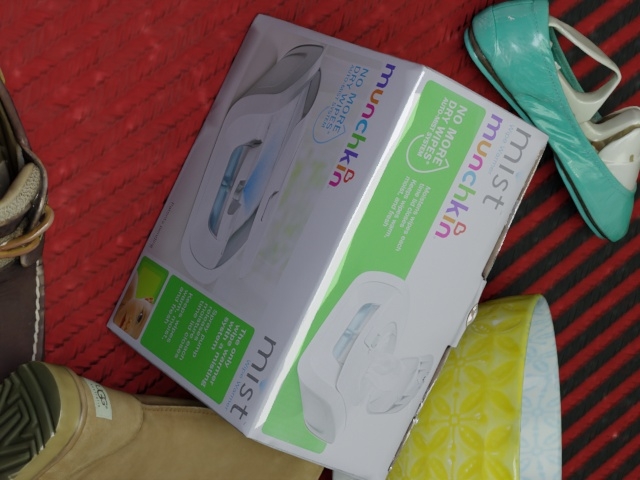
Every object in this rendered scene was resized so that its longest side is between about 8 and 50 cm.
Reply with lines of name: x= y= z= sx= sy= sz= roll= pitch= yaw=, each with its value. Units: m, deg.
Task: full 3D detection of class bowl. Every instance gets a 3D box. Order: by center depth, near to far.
bowl: x=0.097 y=0.186 z=1.265 sx=0.156 sy=0.289 sz=0.289 roll=0 pitch=111 yaw=14

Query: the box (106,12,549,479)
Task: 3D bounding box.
box: x=0.000 y=0.000 z=1.126 sx=0.127 sy=0.231 sz=0.262 roll=25 pitch=93 yaw=-34

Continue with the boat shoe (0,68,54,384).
boat shoe: x=-0.236 y=-0.028 z=1.044 sx=0.123 sy=0.123 sz=0.342 roll=-15 pitch=113 yaw=-25

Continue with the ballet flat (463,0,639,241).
ballet flat: x=0.210 y=-0.097 z=1.295 sx=0.087 sy=0.083 sz=0.247 roll=-25 pitch=123 yaw=25

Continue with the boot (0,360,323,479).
boot: x=-0.158 y=0.186 z=1.166 sx=0.236 sy=0.089 sz=0.269 roll=-35 pitch=148 yaw=25
